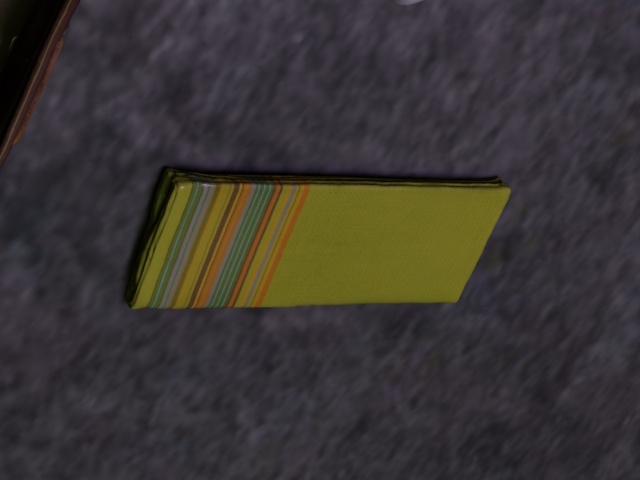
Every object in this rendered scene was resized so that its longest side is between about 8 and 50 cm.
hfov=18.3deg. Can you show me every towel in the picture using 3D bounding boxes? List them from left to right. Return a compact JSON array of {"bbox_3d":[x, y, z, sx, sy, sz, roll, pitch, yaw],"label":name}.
[{"bbox_3d":[0.000,0.000,1.211,0.237,0.021,0.102,0,132,-31],"label":"towel"}]

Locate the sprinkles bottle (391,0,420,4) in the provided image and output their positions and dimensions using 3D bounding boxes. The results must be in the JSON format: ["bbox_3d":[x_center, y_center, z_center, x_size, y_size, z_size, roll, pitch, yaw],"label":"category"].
[{"bbox_3d":[0.176,-0.241,1.030,0.355,0.121,0.121,-23,135,-10],"label":"sprinkles bottle"}]

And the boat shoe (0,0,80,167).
[{"bbox_3d":[-0.135,-0.167,0.916,0.123,0.123,0.342,9,122,-35],"label":"boat shoe"}]
